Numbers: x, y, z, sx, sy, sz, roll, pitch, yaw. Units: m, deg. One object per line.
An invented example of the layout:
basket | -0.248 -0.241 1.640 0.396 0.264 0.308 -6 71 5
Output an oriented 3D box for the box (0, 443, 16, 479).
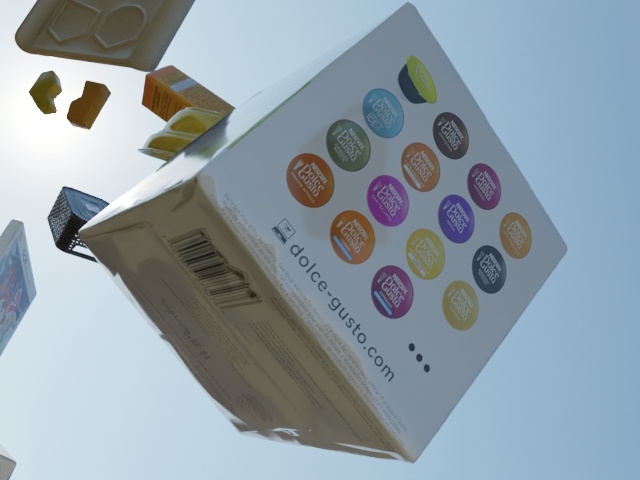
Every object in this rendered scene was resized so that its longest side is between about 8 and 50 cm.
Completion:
box | -0.568 0.338 1.227 0.113 0.094 0.275 34 -18 -28

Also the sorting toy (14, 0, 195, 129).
sorting toy | -0.300 -0.286 1.074 0.229 0.307 0.041 15 -23 22

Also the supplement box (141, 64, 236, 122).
supplement box | -0.237 -0.246 1.529 0.233 0.080 0.078 34 -49 16

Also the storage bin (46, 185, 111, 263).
storage bin | -0.513 -0.035 1.717 0.084 0.122 0.180 -59 -145 13

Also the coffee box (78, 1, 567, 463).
coffee box | 0.000 0.000 0.901 0.338 0.334 0.338 54 -32 -14

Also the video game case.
video game case | -0.482 0.099 1.167 0.023 0.201 0.183 15 -42 2

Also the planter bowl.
planter bowl | -0.189 -0.166 1.313 0.217 0.217 0.091 12 -91 38
